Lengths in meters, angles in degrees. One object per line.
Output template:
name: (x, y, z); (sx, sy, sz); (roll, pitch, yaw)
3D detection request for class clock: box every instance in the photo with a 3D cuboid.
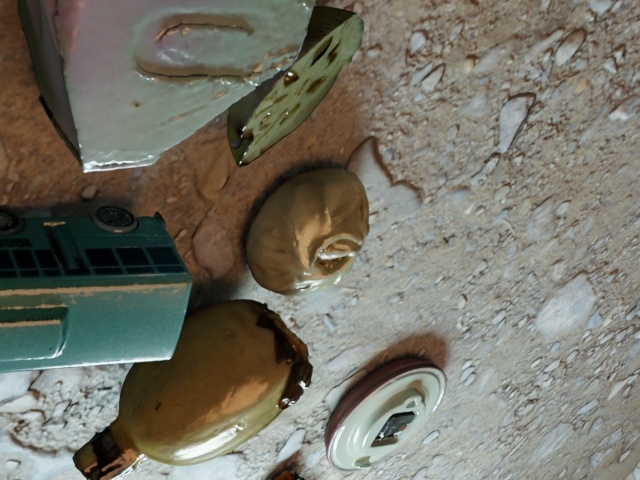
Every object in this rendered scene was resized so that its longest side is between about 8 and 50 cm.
clock: (0.110, 0.296, 1.739); (0.244, 0.056, 0.244); (-26, 140, -24)

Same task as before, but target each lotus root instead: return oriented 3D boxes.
lotus root: (-0.160, 0.195, 1.282); (0.310, 0.183, 0.183); (-36, 144, -5)
lotus root: (-0.044, -0.172, 1.066); (0.203, 0.078, 0.183); (-42, 170, -48)

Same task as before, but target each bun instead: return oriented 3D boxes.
bun: (0.000, 0.000, 1.293); (0.183, 0.102, 0.183); (-28, 144, -22)

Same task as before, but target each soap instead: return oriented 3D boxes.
soap: (-0.115, -0.281, 0.853); (0.261, 0.156, 0.446); (-10, 133, -38)

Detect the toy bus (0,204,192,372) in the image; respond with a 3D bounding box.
toy bus: (-0.269, 0.052, 1.036); (0.256, 0.147, 0.128); (-2, 125, -31)

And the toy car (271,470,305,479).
toy car: (-0.045, 0.431, 1.731); (0.073, 0.054, 0.143); (-35, 148, -9)
